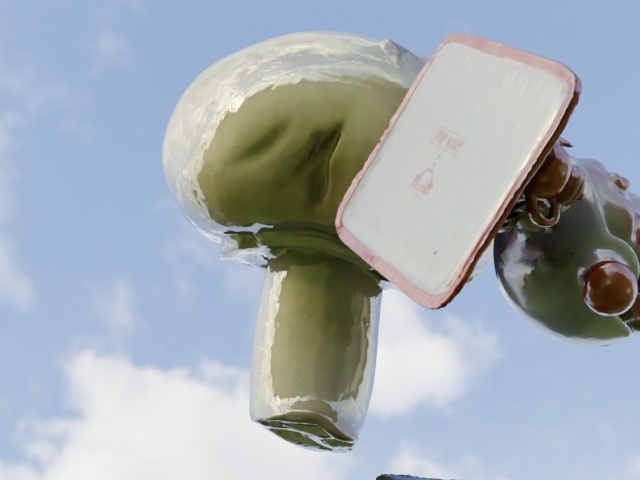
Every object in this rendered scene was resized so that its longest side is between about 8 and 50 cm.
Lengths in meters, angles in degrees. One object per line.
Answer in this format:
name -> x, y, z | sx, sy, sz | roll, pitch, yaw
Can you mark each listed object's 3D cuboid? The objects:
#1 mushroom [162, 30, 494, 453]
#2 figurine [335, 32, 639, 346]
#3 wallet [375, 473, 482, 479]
mushroom -> 0.000, 0.000, 1.001 | 0.314, 0.336, 0.314 | 10, -16, 3
figurine -> 0.161, 0.000, 0.775 | 0.226, 0.183, 0.160 | 30, -84, -26
wallet -> 0.114, 0.210, 0.787 | 0.124, 0.244, 0.025 | 6, -78, -9
